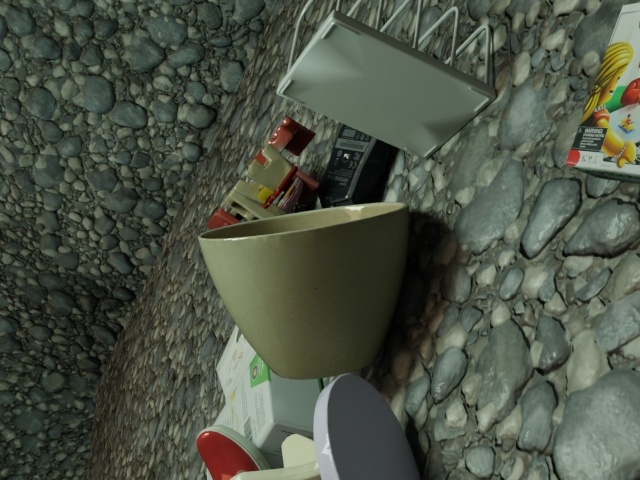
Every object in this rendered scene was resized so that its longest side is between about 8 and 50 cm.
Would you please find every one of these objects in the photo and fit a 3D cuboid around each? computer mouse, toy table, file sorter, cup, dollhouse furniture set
[{"bbox_3d":[0.057,-0.118,1.540,0.188,0.072,0.272,26,91,55],"label":"computer mouse"},{"bbox_3d":[0.022,0.331,1.103,0.161,0.252,0.274,-42,22,24],"label":"toy table"},{"bbox_3d":[0.108,-0.290,1.303,0.193,0.278,0.173,-42,32,53],"label":"file sorter"},{"bbox_3d":[-0.011,0.081,1.309,0.331,0.331,0.237,-170,70,-69],"label":"cup"},{"bbox_3d":[-0.081,-0.104,1.667,0.201,0.152,0.374,-57,8,-23],"label":"dollhouse furniture set"}]

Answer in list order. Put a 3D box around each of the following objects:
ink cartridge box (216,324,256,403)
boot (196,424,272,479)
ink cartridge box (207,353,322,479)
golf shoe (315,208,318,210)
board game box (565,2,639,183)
[{"bbox_3d":[-0.124,0.230,1.753,0.296,0.066,0.261,-65,22,17],"label":"ink cartridge box"},{"bbox_3d":[-0.145,0.426,1.334,0.088,0.244,0.176,-41,-6,30],"label":"boot"},{"bbox_3d":[-0.104,0.359,1.524,0.278,0.117,0.201,-59,24,29],"label":"ink cartridge box"},{"bbox_3d":[0.000,0.000,1.624,0.086,0.067,0.186,-65,22,21],"label":"golf shoe"},{"bbox_3d":[0.377,-0.145,0.808,0.193,0.053,0.305,-71,21,2],"label":"board game box"}]
